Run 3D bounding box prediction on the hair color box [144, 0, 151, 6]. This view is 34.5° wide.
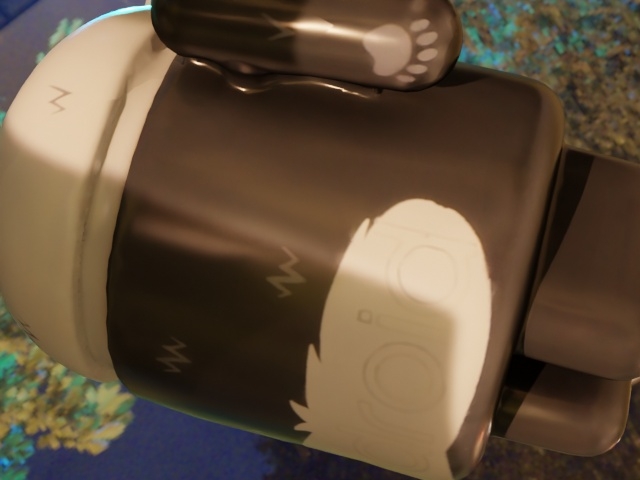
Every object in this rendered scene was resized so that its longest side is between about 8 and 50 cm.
[{"bbox_3d":[-0.015,-0.274,0.824,0.185,0.114,0.374,43,-138,-46],"label":"hair color box"}]

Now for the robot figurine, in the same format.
[{"bbox_3d":[0.001,-0.003,0.437,0.278,0.209,0.173,14,-168,10],"label":"robot figurine"}]
